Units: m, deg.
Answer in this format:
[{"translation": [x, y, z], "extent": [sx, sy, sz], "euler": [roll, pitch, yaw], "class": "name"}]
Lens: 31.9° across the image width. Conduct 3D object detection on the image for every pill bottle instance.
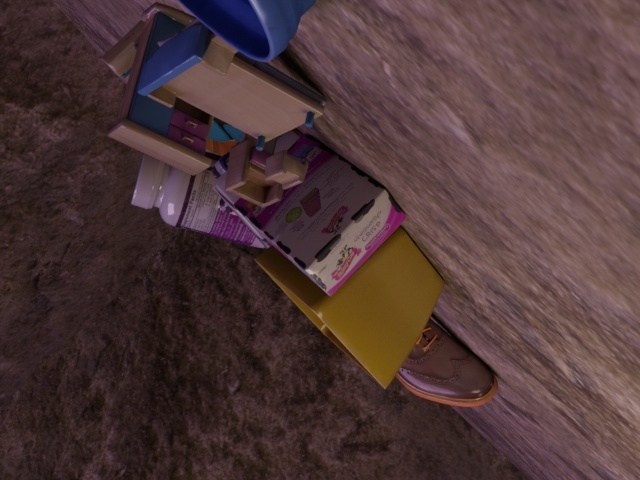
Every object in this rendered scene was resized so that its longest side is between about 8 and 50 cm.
[{"translation": [-0.234, -0.097, 2.336], "extent": [0.301, 0.169, 0.169], "euler": [15, -179, -11], "class": "pill bottle"}]

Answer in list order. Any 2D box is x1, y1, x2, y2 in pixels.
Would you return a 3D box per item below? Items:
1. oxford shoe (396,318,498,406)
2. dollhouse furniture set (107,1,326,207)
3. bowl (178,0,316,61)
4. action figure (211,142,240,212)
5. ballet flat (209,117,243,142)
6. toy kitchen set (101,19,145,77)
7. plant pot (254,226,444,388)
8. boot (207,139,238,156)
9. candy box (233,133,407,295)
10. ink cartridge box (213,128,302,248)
[{"translation": [0.178, 0.197, 2.161], "extent": [0.363, 0.130, 0.133], "euler": [28, 152, 25], "class": "oxford shoe"}, {"translation": [-0.086, -0.217, 1.453], "extent": [0.286, 0.198, 0.303], "euler": [25, 154, -30], "class": "dollhouse furniture set"}, {"translation": [-0.151, -0.329, 1.000], "extent": [0.391, 0.077, 0.391], "euler": [45, 175, 5], "class": "bowl"}, {"translation": [-0.118, -0.150, 1.947], "extent": [0.185, 0.099, 0.285], "euler": [60, 155, 4], "class": "action figure"}, {"translation": [-0.139, -0.197, 1.791], "extent": [0.231, 0.077, 0.077], "euler": [19, 155, 47], "class": "ballet flat"}, {"translation": [-0.286, -0.301, 2.092], "extent": [0.166, 0.122, 0.207], "euler": [49, 174, -34], "class": "toy kitchen set"}, {"translation": [0.061, 0.063, 1.744], "extent": [0.212, 0.187, 0.212], "euler": [48, 173, -35], "class": "plant pot"}, {"translation": [-0.219, -0.246, 2.208], "extent": [0.295, 0.104, 0.211], "euler": [38, 167, 23], "class": "boot"}, {"translation": [-0.005, -0.042, 1.620], "extent": [0.071, 0.159, 0.233], "euler": [48, 176, -39], "class": "candy box"}, {"translation": [-0.044, -0.057, 1.808], "extent": [0.092, 0.160, 0.219], "euler": [43, 176, 47], "class": "ink cartridge box"}]
